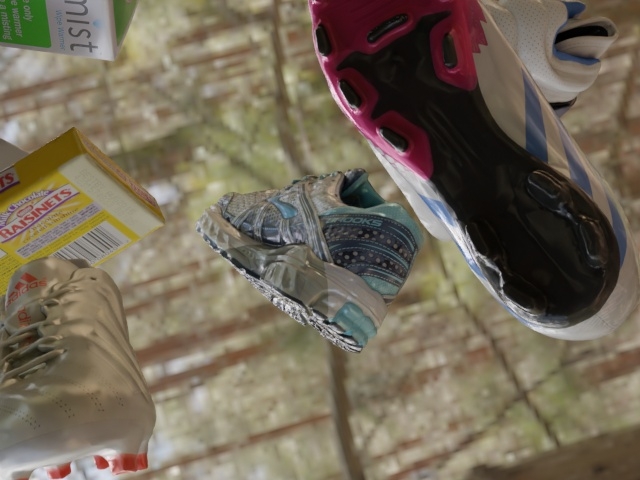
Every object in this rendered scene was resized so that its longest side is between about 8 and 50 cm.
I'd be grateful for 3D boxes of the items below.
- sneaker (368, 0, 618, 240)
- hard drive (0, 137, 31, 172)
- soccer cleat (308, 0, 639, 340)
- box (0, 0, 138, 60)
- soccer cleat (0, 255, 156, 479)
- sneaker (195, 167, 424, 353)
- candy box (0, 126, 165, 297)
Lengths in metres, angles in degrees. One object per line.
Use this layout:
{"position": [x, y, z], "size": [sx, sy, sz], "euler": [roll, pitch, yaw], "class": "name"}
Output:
{"position": [0.179, -0.119, 1.632], "size": [0.323, 0.236, 0.130], "euler": [44, -153, -61], "class": "sneaker"}
{"position": [-0.333, -0.006, 1.249], "size": [0.353, 0.233, 0.047], "euler": [-49, 17, 57], "class": "hard drive"}
{"position": [0.100, -0.070, 1.164], "size": [0.331, 0.116, 0.143], "euler": [60, -165, 20], "class": "soccer cleat"}
{"position": [-0.229, -0.257, 1.085], "size": [0.262, 0.231, 0.127], "euler": [94, -173, -50], "class": "box"}
{"position": [-0.095, 0.044, 0.624], "size": [0.196, 0.068, 0.076], "euler": [-167, 65, -85], "class": "soccer cleat"}
{"position": [0.000, 0.000, 1.396], "size": [0.110, 0.122, 0.283], "euler": [43, 174, -28], "class": "sneaker"}
{"position": [-0.202, 0.014, 1.030], "size": [0.105, 0.206, 0.027], "euler": [47, -165, -57], "class": "candy box"}
